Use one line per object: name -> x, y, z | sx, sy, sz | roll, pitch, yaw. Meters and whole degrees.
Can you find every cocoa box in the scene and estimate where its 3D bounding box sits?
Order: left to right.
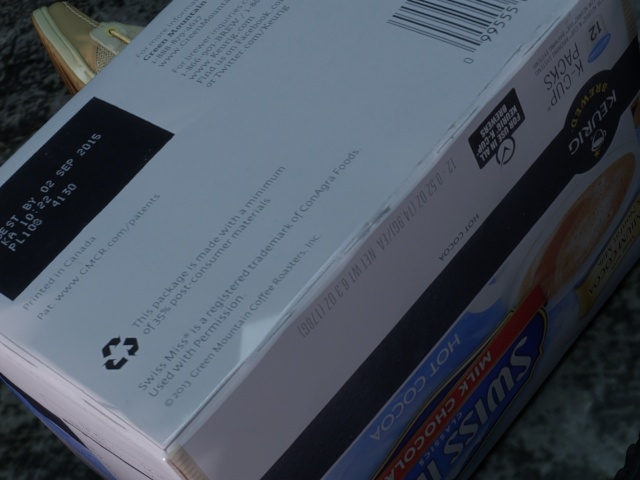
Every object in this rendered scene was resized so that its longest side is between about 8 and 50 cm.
cocoa box -> 0.000, 0.000, 0.724 | 0.231, 0.228, 0.347 | 27, 66, 38

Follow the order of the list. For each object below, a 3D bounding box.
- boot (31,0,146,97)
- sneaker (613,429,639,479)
boot -> -0.092, -0.155, 0.993 | 0.203, 0.095, 0.262 | -40, 49, -11
sneaker -> 0.153, 0.133, 0.643 | 0.121, 0.079, 0.217 | -4, 52, 20
